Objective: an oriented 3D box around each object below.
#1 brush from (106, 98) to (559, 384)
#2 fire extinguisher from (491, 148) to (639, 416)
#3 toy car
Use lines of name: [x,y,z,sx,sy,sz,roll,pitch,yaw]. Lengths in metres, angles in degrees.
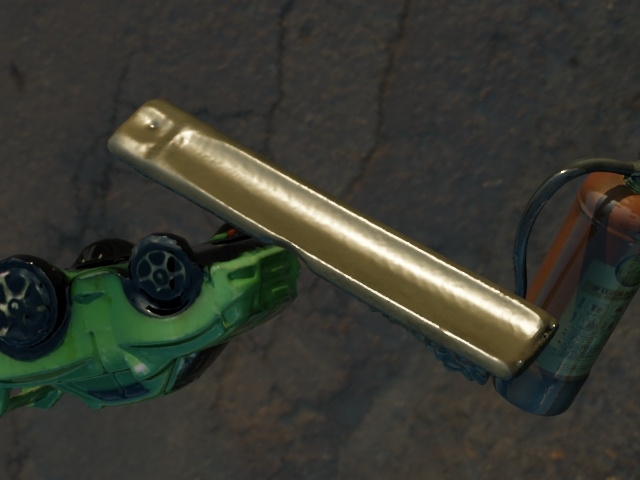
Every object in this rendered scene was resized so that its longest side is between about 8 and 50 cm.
brush: [0.000,0.000,0.525,0.190,0.034,0.027,30,152,25]
fire extinguisher: [0.292,0.034,1.593,0.113,0.200,0.376,41,124,27]
toy car: [-0.195,0.083,1.420,0.358,0.213,0.176,-9,93,21]
